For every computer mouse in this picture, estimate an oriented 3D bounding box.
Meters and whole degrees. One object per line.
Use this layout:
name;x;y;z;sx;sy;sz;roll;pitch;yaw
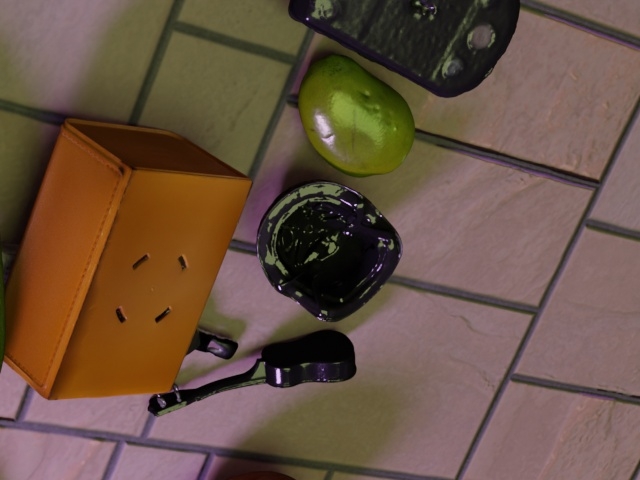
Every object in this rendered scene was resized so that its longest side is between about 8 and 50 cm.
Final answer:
computer mouse;0.095;-0.280;1.743;0.269;0.100;0.170;25;98;-30

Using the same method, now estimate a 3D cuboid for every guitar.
guitar;-0.088;0.168;1.920;0.271;0.084;0.038;-13;118;-13

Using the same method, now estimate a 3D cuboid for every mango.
mango;0.037;-0.143;1.804;0.163;0.089;0.117;34;106;-24

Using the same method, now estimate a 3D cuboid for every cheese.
cheese;-0.169;0.114;1.864;0.162;0.036;0.086;21;102;-34

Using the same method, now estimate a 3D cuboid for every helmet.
helmet;0.002;0.000;1.850;0.177;0.107;0.153;42;96;-17

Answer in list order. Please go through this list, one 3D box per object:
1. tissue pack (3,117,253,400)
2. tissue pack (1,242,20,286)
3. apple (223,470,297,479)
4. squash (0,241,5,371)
tissue pack;-0.225;0.021;1.690;0.194;0.145;0.275;5;113;-49
tissue pack;-0.349;0.046;1.731;0.062;0.042;0.083;3;114;-31
apple;-0.080;0.391;1.966;0.173;0.188;0.188;-26;125;-19
squash;-0.386;0.031;1.621;0.101;0.101;0.379;-5;96;-24
